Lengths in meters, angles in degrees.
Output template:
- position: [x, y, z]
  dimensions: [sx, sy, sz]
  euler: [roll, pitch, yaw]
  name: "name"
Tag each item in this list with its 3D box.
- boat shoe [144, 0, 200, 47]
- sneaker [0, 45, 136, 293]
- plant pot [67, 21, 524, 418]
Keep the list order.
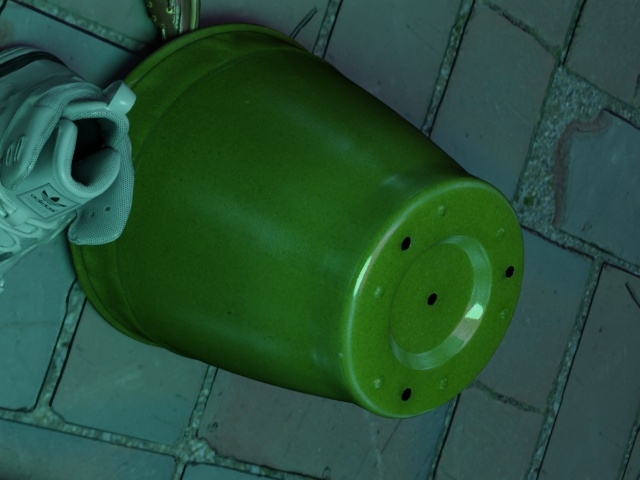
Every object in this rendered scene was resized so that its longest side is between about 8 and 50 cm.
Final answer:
- position: [-0.153, -0.245, 1.471]
  dimensions: [0.060, 0.064, 0.178]
  euler: [8, 104, -7]
  name: "boat shoe"
- position: [-0.305, -0.016, 1.287]
  dimensions: [0.137, 0.210, 0.366]
  euler: [42, 73, -37]
  name: "sneaker"
- position: [0.000, 0.000, 1.412]
  dimensions: [0.366, 0.353, 0.366]
  euler: [-20, 121, -37]
  name: "plant pot"
